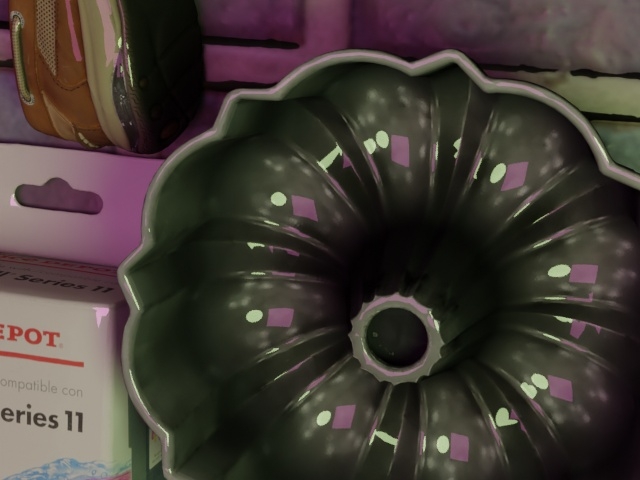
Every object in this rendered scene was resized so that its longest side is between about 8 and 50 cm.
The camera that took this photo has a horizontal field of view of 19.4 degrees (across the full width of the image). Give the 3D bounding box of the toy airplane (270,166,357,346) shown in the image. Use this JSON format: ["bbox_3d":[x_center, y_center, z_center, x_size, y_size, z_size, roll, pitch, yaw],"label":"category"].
[{"bbox_3d":[0.000,0.000,1.176,0.151,0.028,0.151,4,101,20],"label":"toy airplane"}]

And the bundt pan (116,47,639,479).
[{"bbox_3d":[0.055,0.042,1.092,0.331,0.124,0.331,3,104,12],"label":"bundt pan"}]

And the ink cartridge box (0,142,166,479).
[{"bbox_3d":[-0.201,0.119,1.229,0.207,0.119,0.353,6,102,22],"label":"ink cartridge box"}]

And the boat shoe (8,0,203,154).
[{"bbox_3d":[-0.157,-0.212,1.156,0.120,0.122,0.324,0,98,26],"label":"boat shoe"}]
